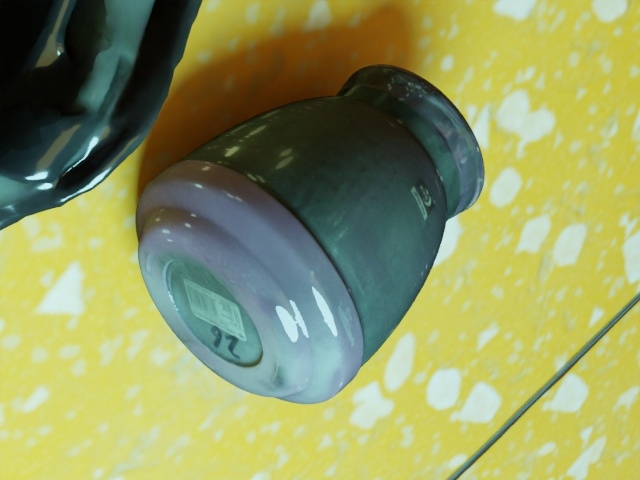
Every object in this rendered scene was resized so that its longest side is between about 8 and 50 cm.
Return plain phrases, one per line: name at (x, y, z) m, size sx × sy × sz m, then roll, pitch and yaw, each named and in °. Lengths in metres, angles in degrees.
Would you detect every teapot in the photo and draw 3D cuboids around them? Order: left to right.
teapot at (0.007, 0.001, 0.733) m, size 0.146 × 0.116 × 0.148 m, roll -41°, pitch 133°, yaw -30°

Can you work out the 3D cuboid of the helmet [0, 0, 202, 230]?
helmet at (-0.169, -0.096, 0.461) m, size 0.305 × 0.177 × 0.225 m, roll -47°, pitch 129°, yaw -18°
